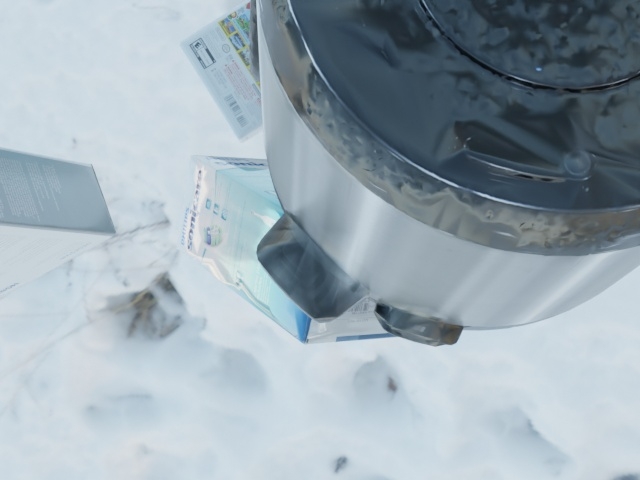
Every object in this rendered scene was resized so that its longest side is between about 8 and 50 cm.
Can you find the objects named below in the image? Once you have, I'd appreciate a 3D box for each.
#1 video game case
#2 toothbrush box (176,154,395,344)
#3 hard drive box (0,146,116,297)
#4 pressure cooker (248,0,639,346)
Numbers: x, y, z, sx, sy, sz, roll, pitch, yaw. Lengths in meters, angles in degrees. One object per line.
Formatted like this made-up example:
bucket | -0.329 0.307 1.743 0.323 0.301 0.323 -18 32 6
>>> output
video game case | -0.112 -0.318 1.820 0.206 0.026 0.227 -32 74 1
toothbrush box | 0.000 0.000 1.159 0.295 0.216 0.126 31 115 50
hard drive box | -0.352 -0.013 1.022 0.181 0.232 0.089 -26 76 20
pressure cooker | 0.128 -0.115 0.791 0.370 0.420 0.375 0 75 -1
